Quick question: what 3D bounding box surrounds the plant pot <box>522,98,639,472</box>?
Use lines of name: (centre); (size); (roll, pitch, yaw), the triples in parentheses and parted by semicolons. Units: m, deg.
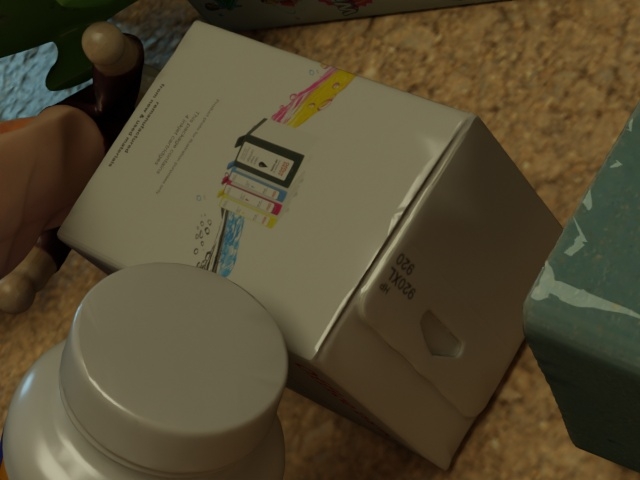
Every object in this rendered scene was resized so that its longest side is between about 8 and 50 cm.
plant pot: (0.276, 0.022, 0.747); (0.252, 0.248, 0.247); (27, 78, 22)

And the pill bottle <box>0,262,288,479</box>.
pill bottle: (-0.107, 0.142, 0.881); (0.272, 0.152, 0.152); (112, 149, -44)

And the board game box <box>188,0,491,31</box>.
board game box: (0.050, -0.282, 1.166); (0.303, 0.097, 0.224); (-2, 62, 32)

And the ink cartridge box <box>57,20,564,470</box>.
ink cartridge box: (0.000, 0.000, 0.976); (0.232, 0.171, 0.168); (24, 78, 40)

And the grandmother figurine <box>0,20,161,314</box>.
grandmother figurine: (-0.173, -0.054, 1.053); (0.104, 0.342, 0.208); (37, 112, 5)

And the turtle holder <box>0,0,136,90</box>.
turtle holder: (-0.221, -0.232, 1.070); (0.320, 0.243, 0.227); (-19, 83, 10)
